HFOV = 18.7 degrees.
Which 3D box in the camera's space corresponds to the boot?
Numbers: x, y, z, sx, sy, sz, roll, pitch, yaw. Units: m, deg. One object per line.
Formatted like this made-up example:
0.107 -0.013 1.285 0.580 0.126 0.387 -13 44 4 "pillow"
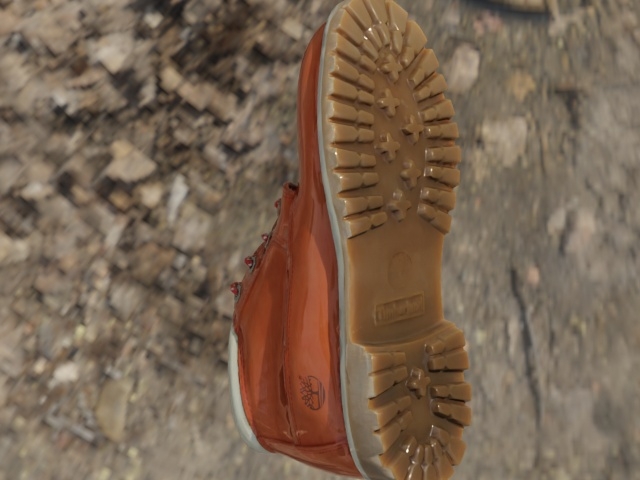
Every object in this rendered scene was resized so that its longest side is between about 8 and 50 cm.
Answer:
0.000 0.000 0.635 0.084 0.059 0.158 0 92 46 "boot"
